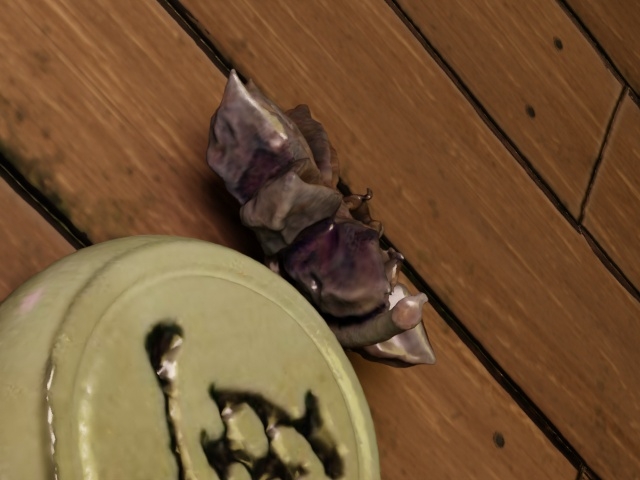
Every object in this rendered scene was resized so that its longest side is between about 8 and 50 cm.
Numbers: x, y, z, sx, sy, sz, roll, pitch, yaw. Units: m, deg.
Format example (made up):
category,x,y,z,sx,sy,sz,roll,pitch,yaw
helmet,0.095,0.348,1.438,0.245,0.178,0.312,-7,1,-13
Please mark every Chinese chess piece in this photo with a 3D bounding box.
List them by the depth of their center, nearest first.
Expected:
category,x,y,z,sx,sy,sz,roll,pitch,yaw
Chinese chess piece,-0.079,0.120,0.855,0.250,0.101,0.250,21,58,-38

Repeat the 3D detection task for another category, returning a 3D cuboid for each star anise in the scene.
category,x,y,z,sx,sy,sz,roll,pitch,yaw
star anise,0.000,-0.001,0.961,0.230,0.081,0.262,62,3,-33
